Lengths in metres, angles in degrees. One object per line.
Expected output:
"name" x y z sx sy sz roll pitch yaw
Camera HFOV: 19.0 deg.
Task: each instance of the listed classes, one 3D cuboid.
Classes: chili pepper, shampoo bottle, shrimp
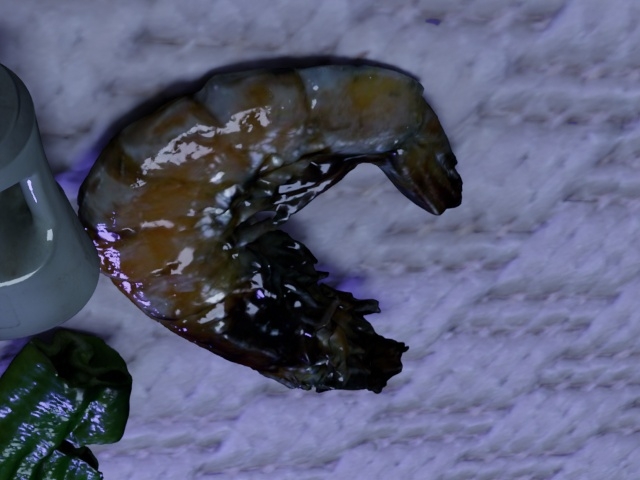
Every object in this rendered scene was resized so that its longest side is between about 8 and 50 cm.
"chili pepper" -0.202 0.152 1.344 0.099 0.083 0.253 -4 143 -25
"shampoo bottle" -0.197 -0.034 1.015 0.118 0.087 0.234 0 151 6
"shrimp" 0.000 0.000 1.211 0.233 0.071 0.365 -32 142 15
